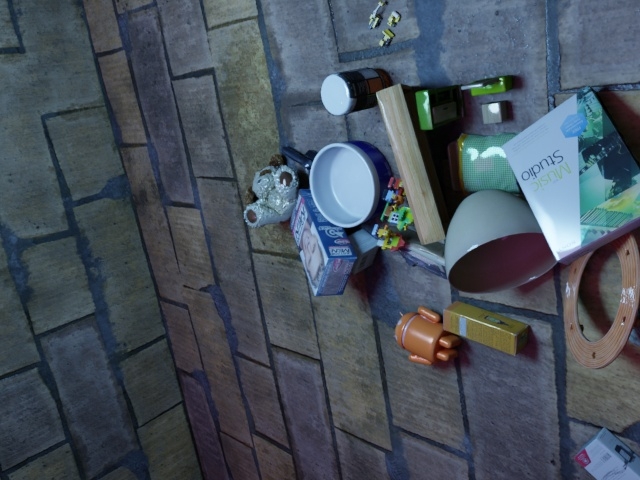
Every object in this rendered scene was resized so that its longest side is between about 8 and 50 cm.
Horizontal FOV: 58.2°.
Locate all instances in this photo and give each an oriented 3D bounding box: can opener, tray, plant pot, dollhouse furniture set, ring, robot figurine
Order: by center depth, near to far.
[{"bbox_3d":[0.628,0.118,1.280,0.032,0.337,0.337,10,123,2],"label":"ring"},{"bbox_3d":[0.435,-0.017,1.448,0.284,0.284,0.191,-52,39,47],"label":"plant pot"},{"bbox_3d":[0.382,-0.245,1.452,0.197,0.151,0.302,6,113,46],"label":"dollhouse furniture set"},{"bbox_3d":[0.258,-0.210,1.560,0.076,0.203,0.411,-16,97,20],"label":"tray"},{"bbox_3d":[0.325,0.304,1.799,0.219,0.128,0.158,21,147,40],"label":"robot figurine"},{"bbox_3d":[-0.066,-0.285,2.011,0.186,0.073,0.059,28,166,40],"label":"can opener"}]

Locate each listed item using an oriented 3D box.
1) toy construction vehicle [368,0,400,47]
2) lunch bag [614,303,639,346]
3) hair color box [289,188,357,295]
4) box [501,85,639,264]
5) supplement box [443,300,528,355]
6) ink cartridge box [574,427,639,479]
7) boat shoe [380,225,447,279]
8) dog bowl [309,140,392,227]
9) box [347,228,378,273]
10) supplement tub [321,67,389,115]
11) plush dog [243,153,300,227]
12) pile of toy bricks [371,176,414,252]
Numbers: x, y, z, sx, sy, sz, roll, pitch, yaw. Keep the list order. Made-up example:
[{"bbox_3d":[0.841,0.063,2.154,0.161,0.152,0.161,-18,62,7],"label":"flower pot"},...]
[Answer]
[{"bbox_3d":[0.172,-0.600,1.599,0.086,0.035,0.098,51,138,18],"label":"toy construction vehicle"},{"bbox_3d":[0.794,0.175,1.172,0.305,0.212,0.256,35,142,30],"label":"lunch bag"},{"bbox_3d":[0.000,0.000,1.917,0.347,0.105,0.174,-113,30,-43],"label":"hair color box"},{"bbox_3d":[0.559,-0.141,1.252,0.232,0.058,0.322,-38,56,36],"label":"box"},{"bbox_3d":[0.471,0.249,1.653,0.233,0.078,0.080,15,119,44],"label":"supplement box"},{"bbox_3d":[0.766,0.586,1.504,0.150,0.063,0.109,43,135,24],"label":"ink cartridge box"},{"bbox_3d":[0.291,0.037,1.731,0.285,0.102,0.093,24,120,32],"label":"boat shoe"},{"bbox_3d":[0.094,-0.180,1.817,0.264,0.104,0.265,16,114,39],"label":"dog bowl"},{"bbox_3d":[0.126,0.036,1.908,0.087,0.102,0.101,40,134,25],"label":"box"},{"bbox_3d":[0.104,-0.427,1.638,0.117,0.190,0.117,22,123,39],"label":"supplement tub"},{"bbox_3d":[-0.165,-0.180,2.097,0.262,0.210,0.225,-47,54,19],"label":"plush dog"},{"bbox_3d":[0.234,-0.076,1.667,0.105,0.118,0.212,15,77,28],"label":"pile of toy bricks"}]
